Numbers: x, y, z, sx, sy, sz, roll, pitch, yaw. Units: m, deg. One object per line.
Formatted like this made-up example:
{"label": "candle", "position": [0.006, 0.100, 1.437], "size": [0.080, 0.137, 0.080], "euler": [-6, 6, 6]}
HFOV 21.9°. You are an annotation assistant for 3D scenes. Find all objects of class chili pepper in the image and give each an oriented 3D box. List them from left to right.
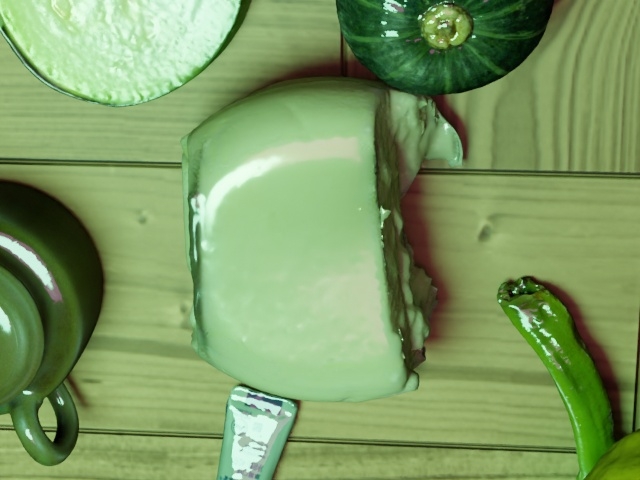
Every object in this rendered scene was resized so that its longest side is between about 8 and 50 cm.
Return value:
{"label": "chili pepper", "position": [0.210, 0.120, 1.388], "size": [0.052, 0.050, 0.201], "euler": [-29, 105, -23]}

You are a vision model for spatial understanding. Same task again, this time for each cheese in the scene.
{"label": "cheese", "position": [0.000, 0.000, 1.327], "size": [0.233, 0.127, 0.266], "euler": [-2, 112, 4]}

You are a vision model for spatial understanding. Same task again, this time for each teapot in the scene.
{"label": "teapot", "position": [-0.278, 0.071, 1.358], "size": [0.186, 0.175, 0.267], "euler": [-26, 105, 17]}

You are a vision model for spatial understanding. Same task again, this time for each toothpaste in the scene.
{"label": "toothpaste", "position": [-0.073, 0.232, 1.464], "size": [0.062, 0.037, 0.216], "euler": [14, 107, 2]}

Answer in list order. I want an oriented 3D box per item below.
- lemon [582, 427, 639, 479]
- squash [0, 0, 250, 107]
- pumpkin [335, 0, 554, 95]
{"label": "lemon", "position": [0.339, 0.291, 1.277], "size": [0.387, 0.350, 0.349], "euler": [16, 111, 10]}
{"label": "squash", "position": [-0.164, -0.216, 1.317], "size": [0.219, 0.041, 0.219], "euler": [4, 112, 10]}
{"label": "pumpkin", "position": [0.094, -0.190, 1.246], "size": [0.167, 0.125, 0.167], "euler": [8, 128, 11]}
